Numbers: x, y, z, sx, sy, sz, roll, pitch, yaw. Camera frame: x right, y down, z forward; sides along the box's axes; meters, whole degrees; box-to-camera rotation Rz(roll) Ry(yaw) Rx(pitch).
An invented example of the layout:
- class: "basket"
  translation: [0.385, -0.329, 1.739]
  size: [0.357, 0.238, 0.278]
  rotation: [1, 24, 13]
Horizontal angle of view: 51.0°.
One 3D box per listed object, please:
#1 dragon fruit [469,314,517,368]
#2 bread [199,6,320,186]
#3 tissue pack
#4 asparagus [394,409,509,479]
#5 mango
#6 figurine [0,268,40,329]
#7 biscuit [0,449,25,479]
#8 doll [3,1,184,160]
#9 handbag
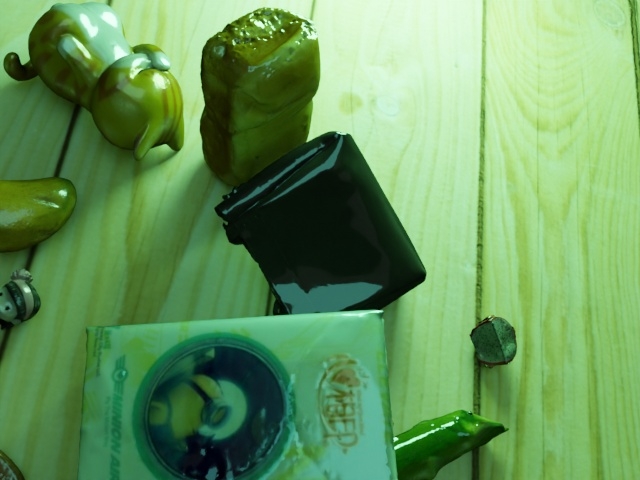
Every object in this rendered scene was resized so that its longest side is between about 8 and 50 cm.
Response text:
- class: "dragon fruit"
  translation: [0.287, 0.164, 1.105]
  size: [0.060, 0.056, 0.083]
  rotation: [-15, 79, -44]
- class: "bread"
  translation: [-0.091, -0.209, 1.019]
  size: [0.166, 0.294, 0.132]
  rotation: [-34, 76, -24]
- class: "tissue pack"
  translation: [-0.099, 0.247, 0.859]
  size: [0.387, 0.162, 0.288]
  rotation: [-4, 68, 1]
- class: "asparagus"
  translation: [0.137, 0.315, 0.988]
  size: [0.343, 0.082, 0.085]
  rotation: [-19, 71, -23]
- class: "mango"
  translation: [-0.437, -0.038, 0.968]
  size: [0.164, 0.089, 0.115]
  rotation: [-5, 61, -21]
- class: "figurine"
  translation: [-0.453, 0.096, 0.930]
  size: [0.129, 0.054, 0.072]
  rotation: [-29, 64, -17]
- class: "biscuit"
  translation: [-0.478, 0.334, 0.832]
  size: [0.186, 0.036, 0.192]
  rotation: [32, 64, 1]
- class: "doll"
  translation: [-0.330, -0.255, 1.046]
  size: [0.269, 0.162, 0.166]
  rotation: [38, 33, 8]
- class: "handbag"
  translation: [0.000, 0.000, 1.041]
  size: [0.257, 0.113, 0.285]
  rotation: [-32, 100, -16]
